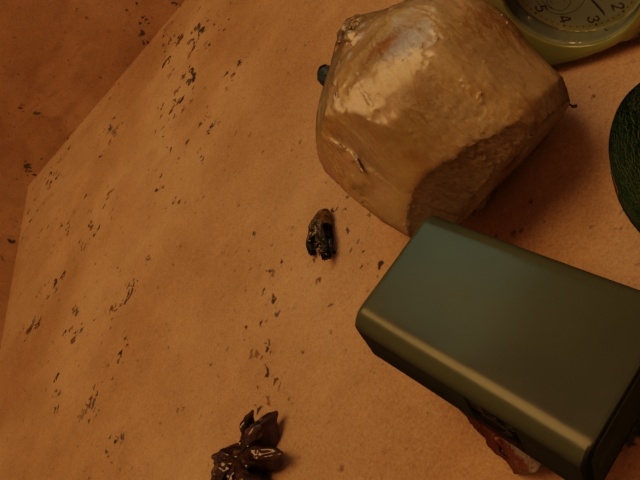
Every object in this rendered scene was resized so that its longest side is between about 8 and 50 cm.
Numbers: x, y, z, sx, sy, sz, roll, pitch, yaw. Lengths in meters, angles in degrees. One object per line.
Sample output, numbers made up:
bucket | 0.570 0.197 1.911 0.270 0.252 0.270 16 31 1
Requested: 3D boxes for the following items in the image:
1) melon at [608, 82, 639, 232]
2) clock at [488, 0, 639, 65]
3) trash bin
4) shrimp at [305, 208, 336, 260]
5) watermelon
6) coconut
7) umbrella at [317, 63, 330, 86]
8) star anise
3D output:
melon | 0.467 -0.106 0.939 0.182 0.182 0.288 -27 49 37
clock | 0.406 -0.434 1.173 0.348 0.286 0.117 -2 49 44
trash bin | 0.243 0.131 0.946 0.343 0.158 0.223 25 71 37
shrimp | 0.000 0.000 1.562 0.091 0.034 0.161 -52 28 31
watermelon | 0.257 0.233 1.044 0.154 0.094 0.241 -51 39 22
coconut | 0.161 -0.214 1.170 0.404 0.404 0.405 -30 45 35
umbrella | 0.047 -0.360 1.739 0.053 0.052 0.250 -51 35 14
star anise | -0.140 0.428 1.383 0.212 0.073 0.197 -52 34 15
